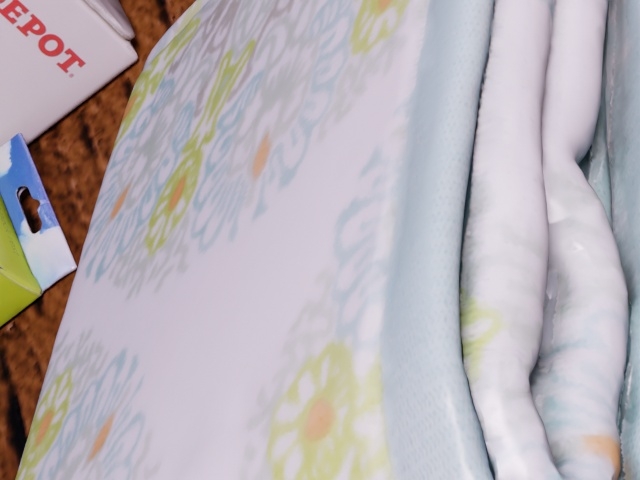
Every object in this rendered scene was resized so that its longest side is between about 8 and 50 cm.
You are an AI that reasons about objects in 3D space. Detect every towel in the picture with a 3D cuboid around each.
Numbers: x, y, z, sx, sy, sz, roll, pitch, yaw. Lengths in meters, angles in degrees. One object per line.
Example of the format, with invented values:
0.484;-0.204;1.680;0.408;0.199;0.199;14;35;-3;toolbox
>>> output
0.000;0.000;0.618;0.320;0.090;0.374;-41;30;47;towel

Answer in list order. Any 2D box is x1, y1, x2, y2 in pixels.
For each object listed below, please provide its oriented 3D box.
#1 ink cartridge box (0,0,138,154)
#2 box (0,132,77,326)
-0.270;-0.104;0.910;0.278;0.201;0.117;-37;43;11;ink cartridge box
-0.219;0.023;0.882;0.178;0.042;0.109;-36;53;11;box
